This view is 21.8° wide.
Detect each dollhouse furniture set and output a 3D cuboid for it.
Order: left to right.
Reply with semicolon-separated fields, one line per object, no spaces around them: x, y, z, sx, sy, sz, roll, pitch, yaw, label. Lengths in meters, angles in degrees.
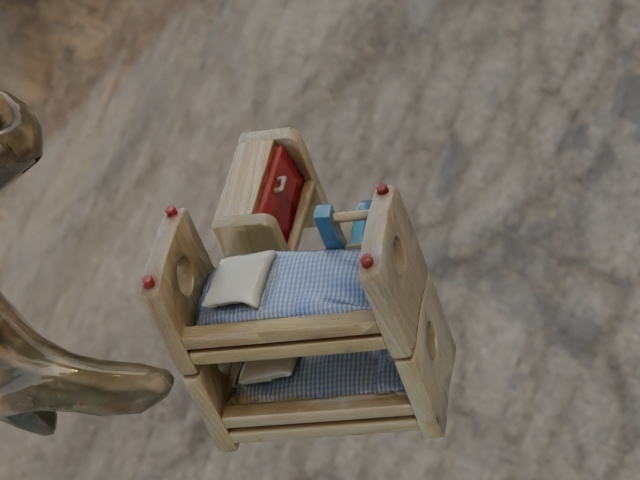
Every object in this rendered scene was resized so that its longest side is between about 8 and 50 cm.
0.000;0.000;0.908;0.184;0.129;0.129;-77;-26;-44;dollhouse furniture set

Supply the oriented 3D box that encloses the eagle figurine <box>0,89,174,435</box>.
-0.192;0.056;0.317;0.225;0.226;0.298;9;32;44;eagle figurine
